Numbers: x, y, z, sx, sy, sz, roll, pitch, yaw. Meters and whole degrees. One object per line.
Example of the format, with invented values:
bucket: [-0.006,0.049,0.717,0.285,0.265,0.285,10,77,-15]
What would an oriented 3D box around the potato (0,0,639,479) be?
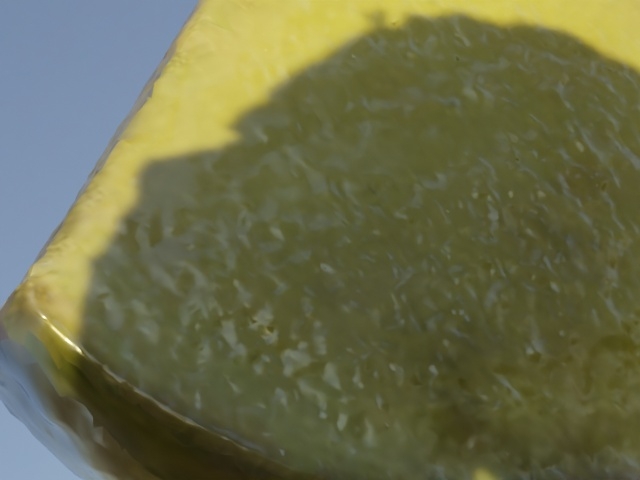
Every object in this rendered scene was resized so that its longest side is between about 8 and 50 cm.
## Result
potato: [0.000,0.000,0.534,0.255,0.269,0.112,-28,-19,-43]
